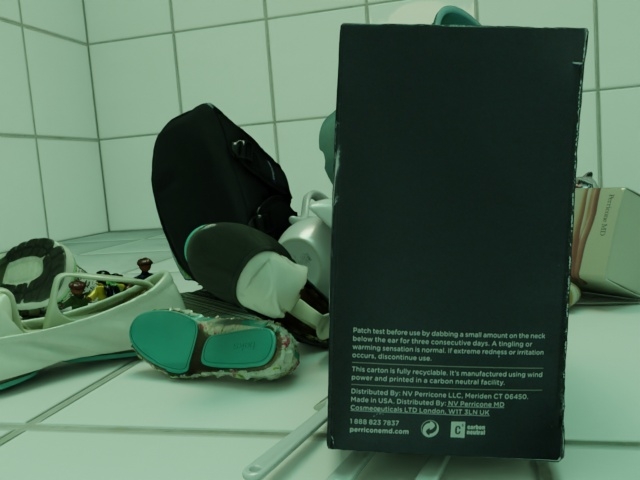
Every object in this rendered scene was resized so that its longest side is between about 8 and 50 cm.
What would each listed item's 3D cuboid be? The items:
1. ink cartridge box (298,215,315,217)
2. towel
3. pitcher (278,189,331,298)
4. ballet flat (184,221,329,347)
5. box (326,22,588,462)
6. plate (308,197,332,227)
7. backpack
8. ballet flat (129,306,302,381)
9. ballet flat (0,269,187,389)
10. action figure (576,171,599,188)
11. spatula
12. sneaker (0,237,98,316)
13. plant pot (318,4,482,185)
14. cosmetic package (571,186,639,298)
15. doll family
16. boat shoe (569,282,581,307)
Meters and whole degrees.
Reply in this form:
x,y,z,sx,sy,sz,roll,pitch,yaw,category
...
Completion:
x,y,z,sx,sy,sz,roll,pitch,yaw,category
0.058,0.017,1.328,0.271,0.130,0.309,1,2,-34,ink cartridge box
-0.093,0.113,1.046,0.312,0.056,0.324,-13,13,-39,towel
0.000,0.000,0.989,0.125,0.178,0.207,-44,-12,28,pitcher
-0.044,0.062,0.766,0.096,0.095,0.280,24,-10,40,ballet flat
0.100,-0.008,0.608,0.178,0.313,0.343,3,3,2,box
0.134,0.011,0.975,0.278,0.045,0.277,42,17,9,plate
-0.153,-0.049,1.094,0.273,0.290,0.355,-18,-2,21,backpack
-0.128,0.134,0.762,0.240,0.091,0.077,4,-21,31,ballet flat
-0.366,0.111,0.817,0.400,0.139,0.139,-9,8,-34,ballet flat
0.473,-0.067,1.357,0.330,0.179,0.341,-23,-16,-11,action figure
0.049,0.167,0.537,0.168,0.019,0.242,5,9,25,spatula
-0.607,0.106,1.250,0.410,0.158,0.182,-3,-25,27,sneaker
0.198,-0.214,1.235,0.334,0.341,0.341,-28,-10,38,plant pot
0.400,-0.001,1.061,0.129,0.153,0.296,20,-9,-32,cosmetic package
-0.344,0.092,1.057,0.075,0.112,0.193,-2,6,22,doll family
0.329,0.076,0.994,0.059,0.063,0.170,-6,15,-40,boat shoe
